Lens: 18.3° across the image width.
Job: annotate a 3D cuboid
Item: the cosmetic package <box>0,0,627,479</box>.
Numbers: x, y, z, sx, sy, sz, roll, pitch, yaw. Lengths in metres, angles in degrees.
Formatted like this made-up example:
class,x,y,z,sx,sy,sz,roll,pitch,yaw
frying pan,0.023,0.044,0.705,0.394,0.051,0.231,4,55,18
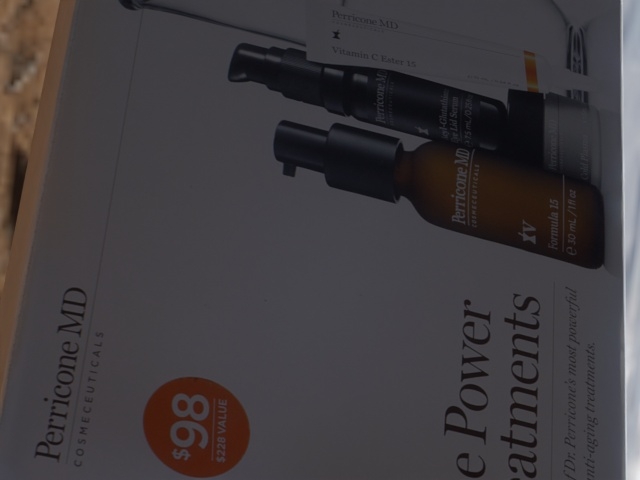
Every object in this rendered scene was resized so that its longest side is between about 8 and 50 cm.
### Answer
class,x,y,z,sx,sy,sz,roll,pitch,yaw
cosmetic package,0.000,0.000,0.947,0.097,0.284,0.377,118,-19,-53
